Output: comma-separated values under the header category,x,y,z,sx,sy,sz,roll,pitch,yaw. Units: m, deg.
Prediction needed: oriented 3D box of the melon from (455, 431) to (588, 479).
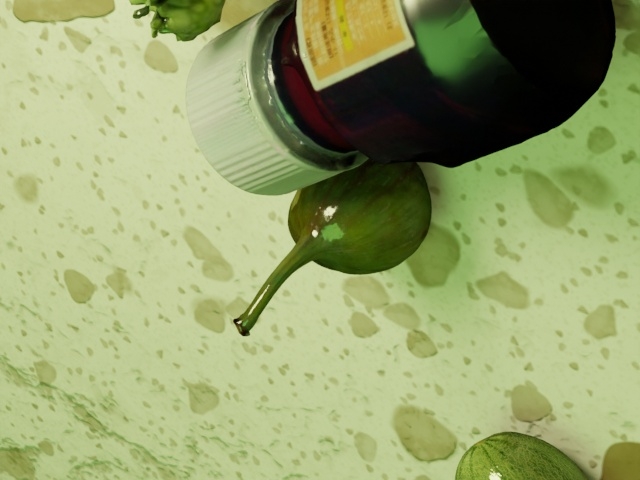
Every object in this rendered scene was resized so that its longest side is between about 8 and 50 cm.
category,x,y,z,sx,sy,sz,roll,pitch,yaw
melon,0.221,0.287,2.022,0.192,0.139,0.139,54,139,-2

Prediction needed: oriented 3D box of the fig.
category,x,y,z,sx,sy,sz,roll,pitch,yaw
fig,0.000,0.000,1.894,0.149,0.245,0.149,30,143,26

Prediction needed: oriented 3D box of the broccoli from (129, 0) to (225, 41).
category,x,y,z,sx,sy,sz,roll,pitch,yaw
broccoli,-0.151,-0.363,1.693,0.348,0.281,0.293,42,140,-1

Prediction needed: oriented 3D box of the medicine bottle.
category,x,y,z,sx,sy,sz,roll,pitch,yaw
medicine bottle,0.047,-0.164,1.717,0.395,0.242,0.242,-19,109,43
